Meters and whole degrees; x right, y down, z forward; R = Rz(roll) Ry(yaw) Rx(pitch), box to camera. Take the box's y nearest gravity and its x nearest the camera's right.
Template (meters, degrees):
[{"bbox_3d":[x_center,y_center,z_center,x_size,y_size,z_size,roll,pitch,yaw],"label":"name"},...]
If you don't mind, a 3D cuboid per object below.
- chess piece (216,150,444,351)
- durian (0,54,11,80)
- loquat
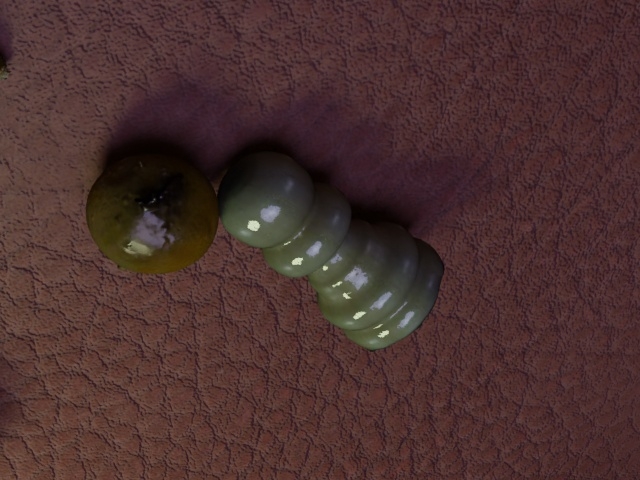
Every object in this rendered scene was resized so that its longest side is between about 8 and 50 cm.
[{"bbox_3d":[0.000,0.000,1.654,0.182,0.182,0.330,-42,124,18],"label":"chess piece"},{"bbox_3d":[-0.471,-0.158,1.417,0.140,0.078,0.224,26,115,-33],"label":"durian"},{"bbox_3d":[-0.221,-0.028,1.564,0.172,0.149,0.204,0,149,-15],"label":"loquat"}]
